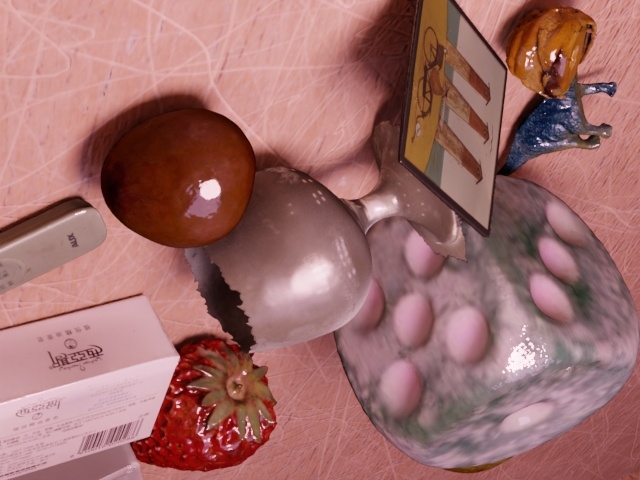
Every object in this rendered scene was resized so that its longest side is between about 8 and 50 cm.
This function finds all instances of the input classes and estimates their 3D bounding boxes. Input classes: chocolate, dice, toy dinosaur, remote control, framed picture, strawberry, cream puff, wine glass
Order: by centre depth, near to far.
[{"bbox_3d":[-0.163,-0.068,1.493,0.177,0.176,0.176,-25,151,-15],"label":"chocolate"},{"bbox_3d":[-0.397,0.037,1.545,0.310,0.038,0.090,-26,151,-11],"label":"remote control"},{"bbox_3d":[0.169,-0.162,1.641,0.013,0.244,0.324,1,165,27],"label":"framed picture"},{"bbox_3d":[0.000,0.000,1.694,0.323,0.238,0.238,-28,152,-15],"label":"wine glass"},{"bbox_3d":[0.296,-0.248,1.727,0.119,0.104,0.133,-61,164,-14],"label":"cream puff"},{"bbox_3d":[0.339,-0.169,1.930,0.147,0.076,0.363,3,143,-22],"label":"toy dinosaur"},{"bbox_3d":[0.238,0.116,1.956,0.328,0.348,0.330,7,139,-44],"label":"dice"},{"bbox_3d":[-0.196,0.261,1.982,0.205,0.205,0.244,2,154,-47],"label":"strawberry"}]

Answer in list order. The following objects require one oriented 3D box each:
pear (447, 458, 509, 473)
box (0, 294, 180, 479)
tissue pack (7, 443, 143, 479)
[{"bbox_3d":[0.261,0.270,2.355,0.284,0.283,0.283,-25,151,-15],"label":"pear"},{"bbox_3d":[-0.350,0.202,1.771,0.274,0.116,0.203,-14,147,-30],"label":"box"},{"bbox_3d":[-0.397,0.353,1.946,0.246,0.136,0.159,-23,151,-16],"label":"tissue pack"}]
